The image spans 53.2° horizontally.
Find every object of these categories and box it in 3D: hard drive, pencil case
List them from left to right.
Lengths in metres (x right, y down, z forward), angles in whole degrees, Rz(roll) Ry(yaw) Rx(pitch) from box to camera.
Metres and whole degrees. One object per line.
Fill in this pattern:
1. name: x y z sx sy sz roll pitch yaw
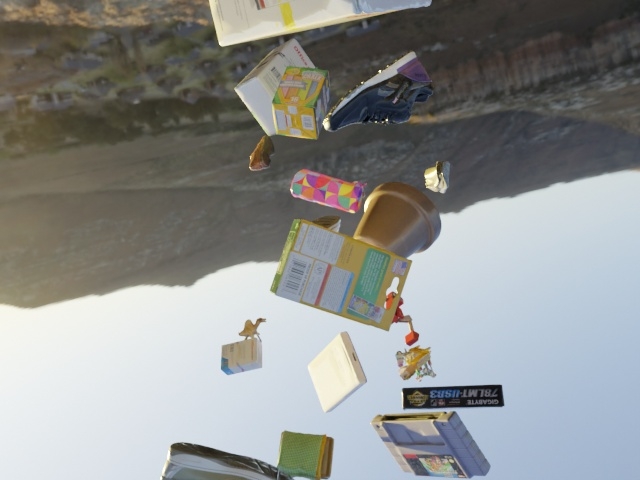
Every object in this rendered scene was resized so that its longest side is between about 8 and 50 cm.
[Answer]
1. pencil case: 0.027 -0.161 2.039 0.237 0.104 0.104 14 -168 15
2. hard drive: 0.060 0.519 2.499 0.040 0.210 0.318 -6 150 -31

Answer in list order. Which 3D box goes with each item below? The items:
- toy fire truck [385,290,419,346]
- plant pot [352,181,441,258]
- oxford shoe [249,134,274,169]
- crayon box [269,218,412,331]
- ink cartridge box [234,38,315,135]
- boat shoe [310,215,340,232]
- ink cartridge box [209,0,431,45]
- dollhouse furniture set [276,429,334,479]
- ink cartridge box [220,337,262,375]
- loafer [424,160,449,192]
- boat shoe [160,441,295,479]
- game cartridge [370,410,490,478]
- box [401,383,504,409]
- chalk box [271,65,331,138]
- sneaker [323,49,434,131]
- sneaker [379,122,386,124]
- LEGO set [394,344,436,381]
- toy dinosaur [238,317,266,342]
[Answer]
1. toy fire truck: 0.308 0.293 2.421 0.047 0.135 0.192 -44 -157 32
2. plant pot: 0.221 -0.020 2.042 0.263 0.263 0.229 -10 -150 48
3. oxford shoe: -0.217 -0.321 2.316 0.076 0.076 0.212 -19 -152 20
4. crayon box: 0.054 0.092 1.664 0.323 0.203 0.083 20 177 -15
5. ink cartridge box: -0.134 -0.540 2.247 0.122 0.211 0.289 -14 -148 42
6. boat shoe: 0.000 0.000 2.357 0.113 0.103 0.302 0 -155 23
7. ink cartridge box: -0.004 -0.529 1.333 0.385 0.160 0.279 4 -157 40
8. dollhouse furniture set: -0.063 0.805 2.196 0.198 0.301 0.151 4 157 5
9. ink cartridge box: -0.245 0.363 1.998 0.123 0.088 0.052 -15 141 14
10. loafer: 0.435 -0.233 2.399 0.088 0.094 0.251 4 167 8
11. boat shoe: -0.191 0.538 1.418 0.321 0.103 0.118 18 174 -9
12. game cartridge: 0.341 0.651 2.032 0.068 0.230 0.355 -35 -172 -40
13. box: 0.401 0.490 1.989 0.296 0.073 0.293 -3 164 6
14. chalk box: -0.048 -0.424 1.890 0.132 0.132 0.213 9 -126 11
15. sneaker: 0.141 -0.305 1.424 0.283 0.124 0.107 -37 -178 -17
16. sneaker: 0.249 -0.518 2.357 0.051 0.089 0.170 -3 135 -51
17. LEGO set: 0.334 0.438 2.178 0.132 0.107 0.287 -20 -178 4
18. toy dinosaur: -0.240 0.311 2.130 0.053 0.092 0.183 -7 -172 25
